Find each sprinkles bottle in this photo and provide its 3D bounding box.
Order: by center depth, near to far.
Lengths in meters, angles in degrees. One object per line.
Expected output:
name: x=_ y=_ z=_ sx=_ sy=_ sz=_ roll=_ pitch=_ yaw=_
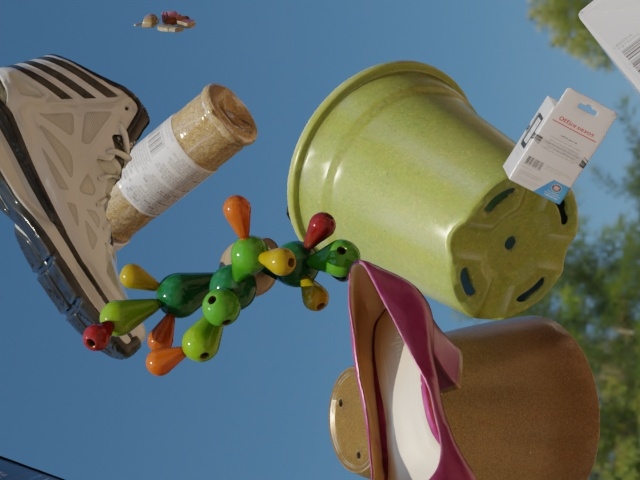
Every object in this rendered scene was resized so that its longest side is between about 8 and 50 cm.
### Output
sprinkles bottle: x=-0.268 y=-0.112 z=1.972 sx=0.121 sy=0.355 sz=0.121 roll=42 pitch=-153 yaw=-26

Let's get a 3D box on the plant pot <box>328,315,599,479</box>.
plant pot: x=0.147 y=0.201 z=1.378 sx=0.254 sy=0.237 sz=0.237 roll=4 pitch=-87 yaw=-28

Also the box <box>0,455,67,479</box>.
box: x=-0.453 y=0.287 z=1.381 sx=0.295 sy=0.293 sz=0.073 roll=42 pitch=-113 yaw=-85

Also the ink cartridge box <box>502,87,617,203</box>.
ink cartridge box: x=0.183 y=-0.076 z=0.911 sx=0.083 sy=0.048 sz=0.028 roll=-59 pitch=14 yaw=21

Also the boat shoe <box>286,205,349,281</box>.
boat shoe: x=0.001 y=0.000 z=1.538 sx=0.133 sy=0.049 sz=0.042 roll=47 pitch=-123 yaw=-25

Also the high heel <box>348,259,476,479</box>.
high heel: x=0.049 y=0.122 z=0.821 sx=0.117 sy=0.082 sz=0.244 roll=45 pitch=-143 yaw=-26

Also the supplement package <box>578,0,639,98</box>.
supplement package: x=0.376 y=-0.108 z=0.962 sx=0.293 sy=0.175 sz=0.177 roll=39 pitch=-161 yaw=-40

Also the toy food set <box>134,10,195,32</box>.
toy food set: x=-0.255 y=-0.370 z=2.001 sx=0.078 sy=0.122 sz=0.019 roll=-24 pitch=-61 yaw=-42

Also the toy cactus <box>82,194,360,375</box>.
toy cactus: x=-0.074 y=0.025 z=0.958 sx=0.112 sy=0.219 sz=0.180 roll=62 pitch=-166 yaw=-7

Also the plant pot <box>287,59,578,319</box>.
plant pot: x=0.144 y=-0.039 z=1.363 sx=0.276 sy=0.254 sz=0.276 roll=-16 pitch=-59 yaw=-28

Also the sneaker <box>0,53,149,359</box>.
sneaker: x=-0.313 y=-0.070 z=1.689 sx=0.257 sy=0.169 sz=0.447 roll=-32 pitch=-88 yaw=-23
